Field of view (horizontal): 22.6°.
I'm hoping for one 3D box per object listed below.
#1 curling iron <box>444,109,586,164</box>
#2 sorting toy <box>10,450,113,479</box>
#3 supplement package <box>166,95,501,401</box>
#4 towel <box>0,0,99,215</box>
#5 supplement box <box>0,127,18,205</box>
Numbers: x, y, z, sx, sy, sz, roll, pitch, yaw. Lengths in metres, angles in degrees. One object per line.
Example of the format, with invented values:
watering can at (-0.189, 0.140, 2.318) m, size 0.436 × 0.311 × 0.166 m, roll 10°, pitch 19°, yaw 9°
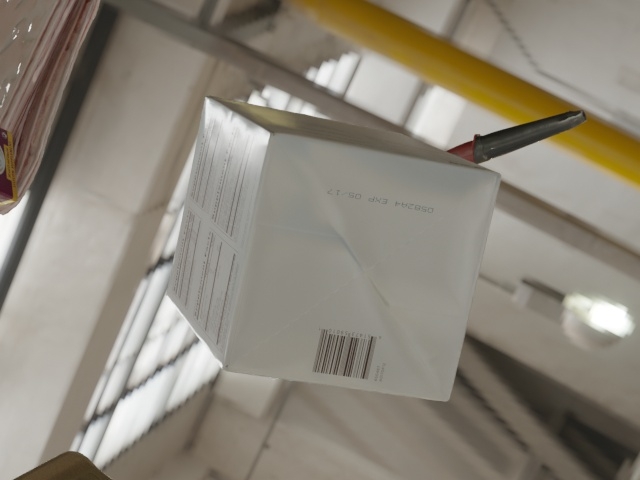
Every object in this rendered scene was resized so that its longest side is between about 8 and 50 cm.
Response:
curling iron at (0.177, -0.110, 1.839) m, size 0.035 × 0.274 × 0.068 m, roll 57°, pitch -144°, yaw -23°
sorting toy at (-0.277, 0.296, 1.314) m, size 0.307 × 0.041 × 0.229 m, roll -27°, pitch -150°, yaw -24°
supplement package at (0.000, 0.000, 1.387) m, size 0.199 × 0.198 × 0.263 m, roll 10°, pitch -172°, yaw -17°
towel at (-0.271, -0.174, 1.353) m, size 0.053 × 0.317 × 0.332 m, roll 29°, pitch 170°, yaw -30°
supplement box at (-0.250, -0.057, 1.101) m, size 0.083 × 0.043 × 0.055 m, roll 28°, pitch -130°, yaw -62°
